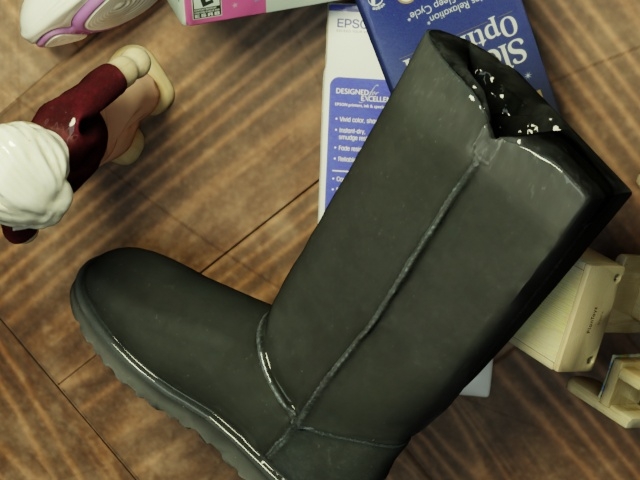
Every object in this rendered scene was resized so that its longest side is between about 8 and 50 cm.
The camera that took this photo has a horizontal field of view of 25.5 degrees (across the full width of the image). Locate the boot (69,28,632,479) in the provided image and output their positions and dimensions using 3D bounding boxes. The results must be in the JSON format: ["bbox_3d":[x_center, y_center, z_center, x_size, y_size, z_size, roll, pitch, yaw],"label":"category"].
[{"bbox_3d":[0.002,0.001,1.239,0.367,0.146,0.445,39,126,9],"label":"boot"}]

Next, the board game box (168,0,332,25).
[{"bbox_3d":[-0.031,-0.347,1.177,0.224,0.097,0.303,-13,129,-14],"label":"board game box"}]

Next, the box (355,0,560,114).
[{"bbox_3d":[0.125,-0.155,1.249,0.136,0.036,0.225,-24,109,-4],"label":"box"}]

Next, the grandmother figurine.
[{"bbox_3d":[-0.225,-0.082,1.236,0.104,0.342,0.208,25,105,2],"label":"grandmother figurine"}]

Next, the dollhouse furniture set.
[{"bbox_3d":[0.261,0.040,1.295,0.242,0.161,0.212,3,109,-37],"label":"dollhouse furniture set"}]

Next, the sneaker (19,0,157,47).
[{"bbox_3d":[-0.183,-0.311,1.313,0.305,0.114,0.152,-45,78,12],"label":"sneaker"}]

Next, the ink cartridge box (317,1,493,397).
[{"bbox_3d":[0.087,-0.038,1.346,0.175,0.069,0.371,4,106,8],"label":"ink cartridge box"}]
